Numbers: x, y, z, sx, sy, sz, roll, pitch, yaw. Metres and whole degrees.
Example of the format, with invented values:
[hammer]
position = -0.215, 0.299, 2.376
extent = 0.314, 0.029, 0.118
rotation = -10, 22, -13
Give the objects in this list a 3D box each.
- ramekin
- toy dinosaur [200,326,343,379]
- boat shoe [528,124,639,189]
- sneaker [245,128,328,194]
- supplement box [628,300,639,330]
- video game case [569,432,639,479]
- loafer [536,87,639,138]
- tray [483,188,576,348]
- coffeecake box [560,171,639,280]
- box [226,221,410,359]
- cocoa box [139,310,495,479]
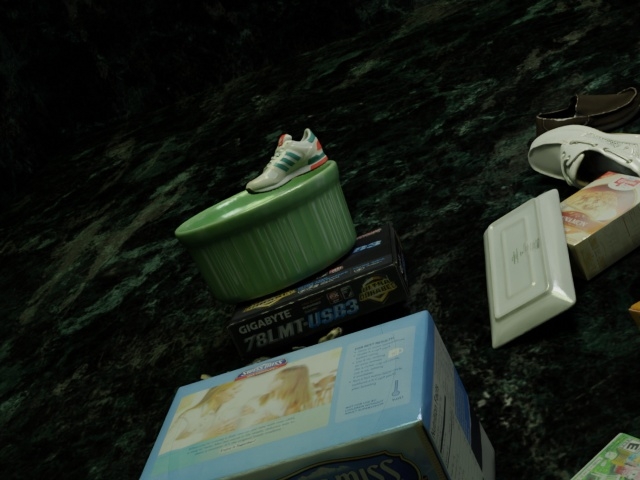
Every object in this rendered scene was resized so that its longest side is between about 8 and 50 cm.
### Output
[ramekin]
position = -0.085, -0.011, 1.825
extent = 0.303, 0.148, 0.303
rotation = -23, 10, 4
[toy dinosaur]
position = -0.086, 0.209, 1.672
extent = 0.268, 0.064, 0.118
rotation = -18, 7, 17
[boat shoe]
position = 0.456, -0.135, 1.808
extent = 0.096, 0.098, 0.277
rotation = -38, 26, -30
[sneaker]
position = -0.066, -0.134, 1.765
extent = 0.161, 0.075, 0.057
rotation = -28, 10, -25
[supplement box]
position = 0.509, 0.064, 1.312
extent = 0.233, 0.078, 0.080
rotation = -29, 6, -6
[video game case]
position = 0.318, 0.295, 1.090
extent = 0.212, 0.023, 0.193
rotation = -35, 24, -22
[loafer]
position = 0.514, -0.245, 2.020
extent = 0.220, 0.078, 0.080
rotation = -24, 22, 6
[tray]
position = 0.301, 0.031, 1.573
extent = 0.145, 0.030, 0.270
rotation = -33, 29, 28
[coffeecake box]
position = 0.431, -0.026, 1.630
extent = 0.185, 0.068, 0.142
rotation = -32, 21, -15
[box]
position = 0.003, 0.080, 1.792
extent = 0.295, 0.073, 0.293
rotation = -21, 13, 8
[cocoa box]
position = 0.003, 0.270, 1.213
extent = 0.347, 0.228, 0.231
rotation = -19, 23, 16
